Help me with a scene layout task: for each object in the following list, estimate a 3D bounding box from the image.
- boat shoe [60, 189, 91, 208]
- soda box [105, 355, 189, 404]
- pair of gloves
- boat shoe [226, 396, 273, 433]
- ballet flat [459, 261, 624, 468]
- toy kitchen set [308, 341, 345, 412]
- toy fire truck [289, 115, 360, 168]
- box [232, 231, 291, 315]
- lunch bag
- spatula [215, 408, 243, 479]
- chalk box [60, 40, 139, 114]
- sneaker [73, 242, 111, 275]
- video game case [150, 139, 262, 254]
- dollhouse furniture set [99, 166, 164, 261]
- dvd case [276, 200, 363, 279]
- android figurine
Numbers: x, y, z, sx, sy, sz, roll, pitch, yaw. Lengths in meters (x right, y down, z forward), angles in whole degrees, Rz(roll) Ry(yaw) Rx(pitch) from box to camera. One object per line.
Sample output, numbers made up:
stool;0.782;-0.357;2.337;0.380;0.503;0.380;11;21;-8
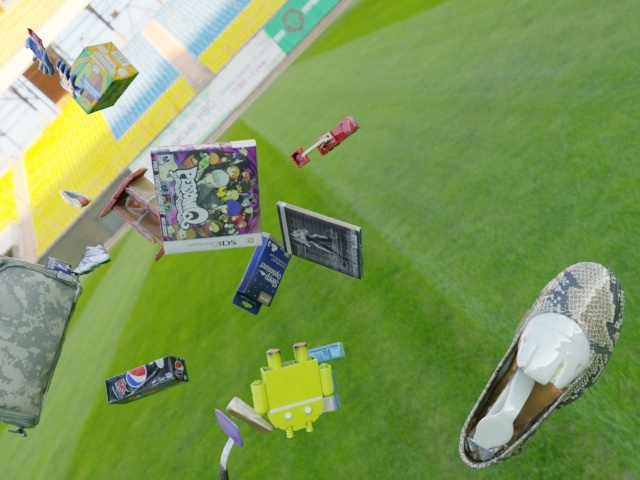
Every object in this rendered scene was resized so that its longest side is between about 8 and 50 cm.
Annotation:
boat shoe;-0.793;-0.138;1.917;0.137;0.049;0.043;21;48;36
soda box;-0.366;0.295;1.250;0.169;0.060;0.053;-23;67;14
pair of gloves;-0.667;-0.432;1.485;0.023;0.198;0.159;-46;7;-21
boat shoe;-0.220;0.565;1.926;0.063;0.170;0.059;-41;17;49
ballet flat;0.391;0.263;1.097;0.182;0.164;0.482;-21;-40;-47
toy kitchen set;0.033;0.447;1.953;0.122;0.207;0.166;-15;-12;3
toy fire truck;0.015;-0.282;1.690;0.192;0.047;0.135;-35;-1;22
box;-0.167;0.104;1.746;0.037;0.136;0.225;15;75;35
lunch bag;-0.586;0.171;1.047;0.212;0.256;0.305;137;145;-58
spatula;-0.216;0.498;1.362;0.030;0.084;0.296;-24;-46;-43
chalk box;-0.688;-0.482;1.818;0.213;0.132;0.132;-37;8;31
sneaker;-0.561;0.039;1.435;0.098;0.069;0.038;-27;-10;-1
video game case;-0.231;-0.088;1.233;0.210;0.232;0.042;-5;28;-10
dollhouse furniture set;-0.434;-0.122;1.727;0.152;0.201;0.374;-46;6;25
dvd case;0.000;0.000;1.416;0.221;0.164;0.018;19;50;24
android figurine;-0.080;0.446;1.756;0.248;0.272;0.056;-9;6;-20
